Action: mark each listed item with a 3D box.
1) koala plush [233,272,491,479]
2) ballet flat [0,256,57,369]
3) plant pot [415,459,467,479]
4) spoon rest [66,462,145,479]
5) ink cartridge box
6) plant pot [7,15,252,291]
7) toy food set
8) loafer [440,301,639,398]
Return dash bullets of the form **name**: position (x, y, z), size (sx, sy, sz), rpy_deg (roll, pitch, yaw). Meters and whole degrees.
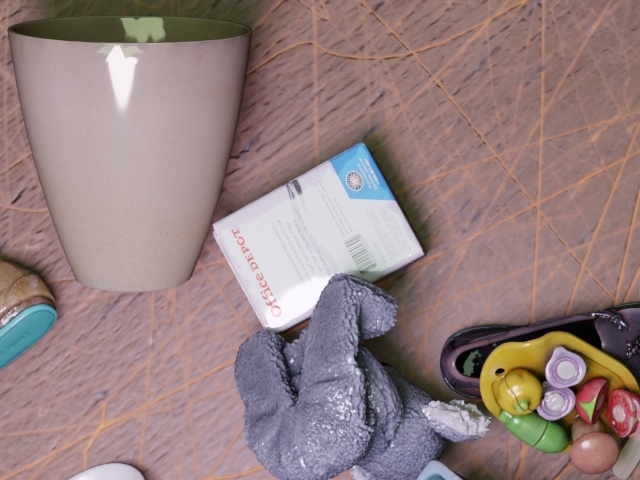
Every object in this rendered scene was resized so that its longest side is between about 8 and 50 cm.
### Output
- **koala plush**: position (0.048, 0.186, 1.831), size (0.196, 0.221, 0.203), rpy_deg (-35, 42, 32)
- **ballet flat**: position (-0.446, 0.145, 1.952), size (0.342, 0.116, 0.124), rpy_deg (-45, 63, 2)
- **plant pot**: position (0.197, 0.414, 1.777), size (0.252, 0.247, 0.248), rpy_deg (30, 91, -32)
- **spoon rest**: position (-0.233, 0.328, 1.852), size (0.137, 0.276, 0.084), rpy_deg (-26, 126, -2)
- **ink cartridge box**: position (0.000, 0.000, 1.913), size (0.191, 0.082, 0.139), rpy_deg (-29, 85, 6)
- **plant pot**: position (-0.201, -0.092, 1.878), size (0.256, 0.256, 0.274), rpy_deg (2, 103, 7)
- **toy food set**: position (0.269, 0.182, 1.821), size (0.218, 0.071, 0.128), rpy_deg (28, 115, -16)
- **loafer**: position (0.277, 0.126, 1.869), size (0.302, 0.095, 0.109), rpy_deg (-6, 87, 6)
